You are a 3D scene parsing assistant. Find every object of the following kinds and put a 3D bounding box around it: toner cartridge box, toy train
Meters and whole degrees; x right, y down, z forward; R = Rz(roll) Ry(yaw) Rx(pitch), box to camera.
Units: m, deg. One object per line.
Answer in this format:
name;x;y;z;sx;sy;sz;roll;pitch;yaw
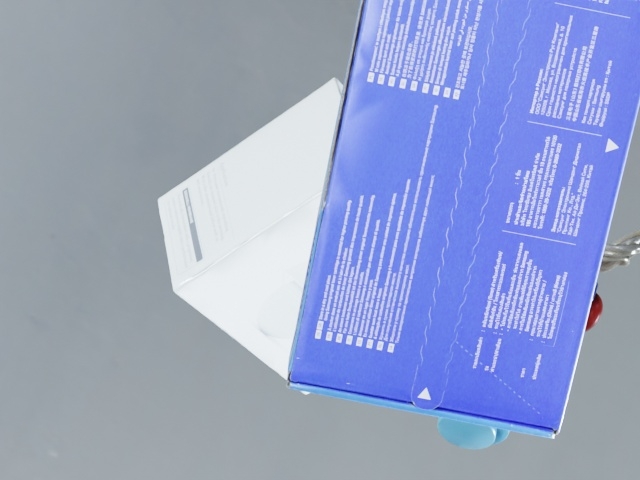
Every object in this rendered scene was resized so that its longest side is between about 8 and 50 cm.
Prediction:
toner cartridge box;0.092;-0.073;0.816;0.075;0.165;0.348;-84;-174;-78
toy train;0.195;0.078;1.218;0.105;0.248;0.143;33;47;-21

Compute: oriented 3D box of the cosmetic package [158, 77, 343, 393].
cosmetic package;0.000;0.000;1.401;0.224;0.224;0.138;43;22;-41
